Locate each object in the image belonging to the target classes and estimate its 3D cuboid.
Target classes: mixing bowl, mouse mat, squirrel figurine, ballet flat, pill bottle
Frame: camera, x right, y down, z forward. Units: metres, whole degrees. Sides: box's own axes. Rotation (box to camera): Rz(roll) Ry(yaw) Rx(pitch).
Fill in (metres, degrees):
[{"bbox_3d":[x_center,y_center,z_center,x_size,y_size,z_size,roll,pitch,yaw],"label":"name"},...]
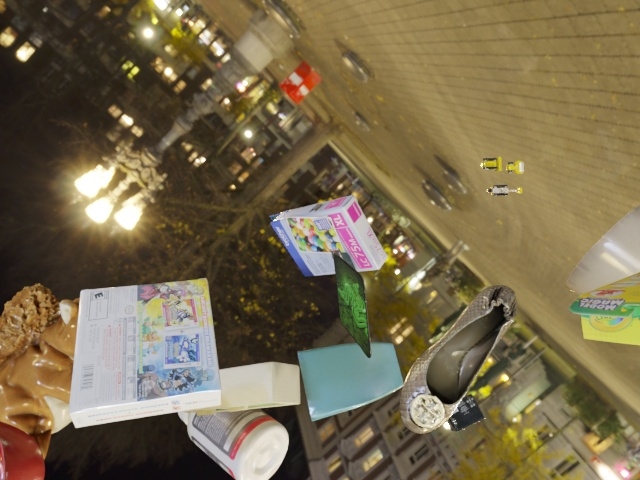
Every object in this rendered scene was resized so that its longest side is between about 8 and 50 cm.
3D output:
[{"bbox_3d":[-0.471,0.344,0.753,0.181,0.181,0.098,50,-170,28],"label":"mixing bowl"},{"bbox_3d":[0.055,0.113,0.958,0.189,0.007,0.153,-142,44,-71],"label":"mouse mat"},{"bbox_3d":[-0.672,0.267,1.300,0.397,0.370,0.281,34,-167,12],"label":"squirrel figurine"},{"bbox_3d":[0.200,0.164,0.736,0.084,0.250,0.058,42,168,-3],"label":"ballet flat"},{"bbox_3d":[-0.255,0.517,1.443,0.318,0.176,0.176,20,167,39],"label":"pill bottle"}]

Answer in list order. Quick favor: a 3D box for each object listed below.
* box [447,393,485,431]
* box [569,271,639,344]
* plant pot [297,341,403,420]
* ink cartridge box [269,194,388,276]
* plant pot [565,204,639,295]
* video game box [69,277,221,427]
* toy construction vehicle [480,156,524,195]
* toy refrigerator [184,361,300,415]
[{"bbox_3d":[0.279,0.341,1.031,0.083,0.062,0.052,72,172,-70],"label":"box"},{"bbox_3d":[0.304,0.054,0.441,0.105,0.179,0.043,-5,93,57],"label":"box"},{"bbox_3d":[0.083,0.340,1.314,0.165,0.234,0.166,67,-172,-72],"label":"plant pot"},{"bbox_3d":[0.000,0.000,1.315,0.311,0.065,0.186,-7,121,47],"label":"ink cartridge box"},{"bbox_3d":[0.749,0.100,1.155,0.274,0.256,0.256,47,-174,31],"label":"plant pot"},{"bbox_3d":[-0.244,0.148,0.740,0.205,0.187,0.048,-109,19,-44],"label":"video game box"},{"bbox_3d":[0.400,-0.141,1.151,0.035,0.098,0.086,-177,83,-78],"label":"toy construction vehicle"},{"bbox_3d":[-0.184,0.342,1.184,0.102,0.269,0.094,27,-126,-52],"label":"toy refrigerator"}]
